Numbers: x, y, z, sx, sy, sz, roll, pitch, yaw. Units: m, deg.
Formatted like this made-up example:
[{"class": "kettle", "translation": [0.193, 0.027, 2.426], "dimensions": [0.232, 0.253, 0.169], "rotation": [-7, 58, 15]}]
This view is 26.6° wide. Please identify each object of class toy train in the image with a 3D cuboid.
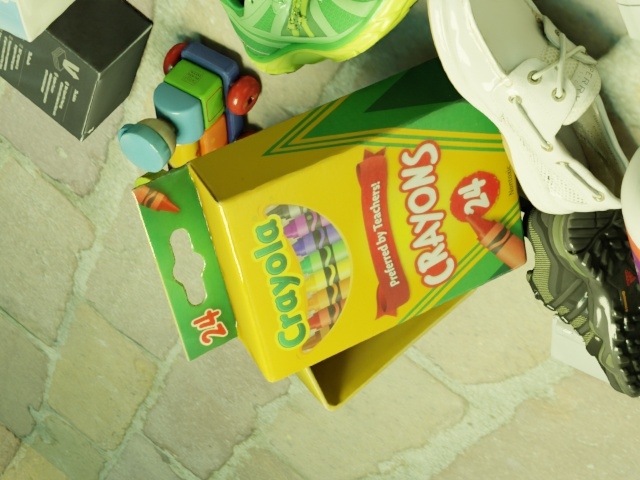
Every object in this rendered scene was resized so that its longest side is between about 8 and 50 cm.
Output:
[{"class": "toy train", "translation": [-0.142, -0.082, 1.453], "dimensions": [0.105, 0.143, 0.248], "rotation": [29, 149, 19]}]

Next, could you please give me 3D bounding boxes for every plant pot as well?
[{"class": "plant pot", "translation": [0.000, 0.000, 1.360], "dimensions": [0.187, 0.212, 0.212], "rotation": [32, 155, 48]}]

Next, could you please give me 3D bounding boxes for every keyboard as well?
[{"class": "keyboard", "translation": [0.345, 0.147, 1.350], "dimensions": [0.256, 0.014, 0.072], "rotation": [25, 153, 25]}]

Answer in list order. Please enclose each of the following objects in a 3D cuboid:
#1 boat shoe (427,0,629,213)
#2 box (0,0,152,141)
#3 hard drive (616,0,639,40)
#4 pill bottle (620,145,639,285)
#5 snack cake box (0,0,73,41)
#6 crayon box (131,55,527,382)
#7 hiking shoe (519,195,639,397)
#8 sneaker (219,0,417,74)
[{"class": "boat shoe", "translation": [0.180, -0.126, 1.076], "dimensions": [0.096, 0.098, 0.277], "rotation": [7, 147, 44]}, {"class": "box", "translation": [-0.283, -0.217, 1.478], "dimensions": [0.158, 0.093, 0.156], "rotation": [40, 151, 2]}, {"class": "hard drive", "translation": [0.243, -0.279, 0.833], "dimensions": [0.233, 0.047, 0.353], "rotation": [7, 137, 44]}, {"class": "pill bottle", "translation": [0.346, 0.056, 1.044], "dimensions": [0.181, 0.181, 0.323], "rotation": [14, 142, 38]}, {"class": "snack cake box", "translation": [-0.347, -0.318, 1.352], "dimensions": [0.264, 0.152, 0.089], "rotation": [25, 148, 23]}, {"class": "crayon box", "translation": [0.018, -0.011, 1.166], "dimensions": [0.081, 0.318, 0.202], "rotation": [50, 159, 50]}, {"class": "hiking shoe", "translation": [0.253, 0.046, 1.261], "dimensions": [0.114, 0.086, 0.227], "rotation": [22, 144, 55]}, {"class": "sneaker", "translation": [-0.003, -0.219, 1.137], "dimensions": [0.123, 0.109, 0.295], "rotation": [46, 151, -20]}]
